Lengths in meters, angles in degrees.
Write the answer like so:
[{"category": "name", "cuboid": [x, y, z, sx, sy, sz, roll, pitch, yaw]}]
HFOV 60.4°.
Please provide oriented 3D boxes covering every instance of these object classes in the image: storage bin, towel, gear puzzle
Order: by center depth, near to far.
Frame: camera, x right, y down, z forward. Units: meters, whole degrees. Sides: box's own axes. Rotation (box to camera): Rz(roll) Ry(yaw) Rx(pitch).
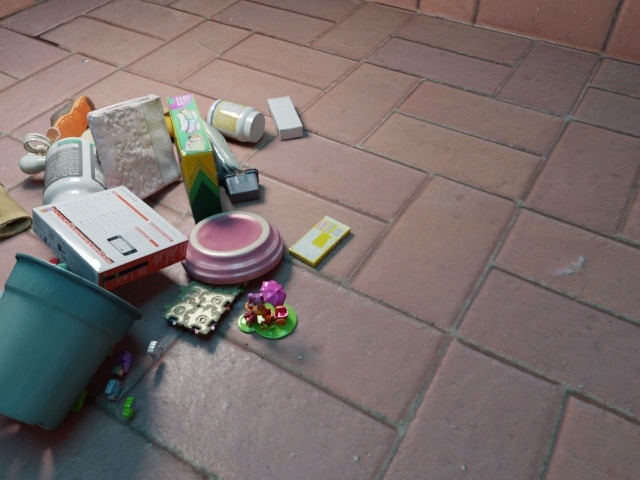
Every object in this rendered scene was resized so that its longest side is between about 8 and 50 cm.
[{"category": "gear puzzle", "cuboid": [-0.321, 0.151, 1.673, 0.175, 0.044, 0.339, 17, 45, 19]}, {"category": "towel", "cuboid": [-0.627, -0.309, 1.890, 0.053, 0.332, 0.317, 5, 28, 28]}, {"category": "storage bin", "cuboid": [-0.280, -0.196, 1.983, 0.135, 0.098, 0.091, -12, 57, -11]}]

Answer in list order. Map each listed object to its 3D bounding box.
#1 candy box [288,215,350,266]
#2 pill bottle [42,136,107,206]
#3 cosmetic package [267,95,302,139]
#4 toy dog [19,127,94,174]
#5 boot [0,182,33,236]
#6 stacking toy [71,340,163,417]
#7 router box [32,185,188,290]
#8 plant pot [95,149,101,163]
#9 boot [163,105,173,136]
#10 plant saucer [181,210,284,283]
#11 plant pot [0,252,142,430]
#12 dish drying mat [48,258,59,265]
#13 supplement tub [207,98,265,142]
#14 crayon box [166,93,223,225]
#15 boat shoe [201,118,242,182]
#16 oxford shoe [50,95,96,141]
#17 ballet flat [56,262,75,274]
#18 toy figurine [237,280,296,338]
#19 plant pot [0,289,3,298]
[{"category": "candy box", "cuboid": [0.000, 0.000, 1.824, 0.105, 0.027, 0.206, 27, 51, 28]}, {"category": "pill bottle", "cuboid": [-0.835, -0.175, 1.883, 0.204, 0.204, 0.361, -13, 46, -12]}, {"category": "cosmetic package", "cuboid": [-0.150, -0.516, 2.316, 0.098, 0.060, 0.239, -12, 46, -9]}, {"category": "toy dog", "cuboid": [-0.943, -0.350, 2.068, 0.333, 0.220, 0.161, 0, 51, -28]}, {"category": "boot", "cuboid": [-1.160, -0.096, 1.891, 0.236, 0.089, 0.269, -32, 54, -27]}, {"category": "stacking toy", "cuboid": [-0.532, 0.359, 1.456, 0.166, 0.052, 0.221, 2, 51, 15]}, {"category": "router box", "cuboid": [-0.613, -0.015, 1.616, 0.335, 0.082, 0.301, 36, 37, 25]}, {"category": "plant pot", "cuboid": [-0.698, -0.339, 1.988, 0.215, 0.216, 0.230, 8, 25, 8]}, {"category": "boot", "cuboid": [-0.638, -0.431, 2.223, 0.211, 0.104, 0.295, -38, 53, -23]}, {"category": "plant saucer", "cuboid": [-0.282, 0.005, 1.746, 0.331, 0.084, 0.332, -2, 36, 1]}, {"category": "plant pot", "cuboid": [-0.676, 0.257, 1.349, 0.341, 0.341, 0.334, 17, 67, 17]}, {"category": "dish drying mat", "cuboid": [-0.866, 0.090, 1.757, 0.032, 0.008, 0.083, 4, 46, 6]}, {"category": "supplement tub", "cuboid": [-0.339, -0.480, 2.223, 0.199, 0.144, 0.144, 19, 48, 18]}, {"category": "crayon box", "cuboid": [-0.435, -0.276, 1.902, 0.106, 0.313, 0.363, -14, 46, -13]}, {"category": "boat shoe", "cuboid": [-0.412, -0.348, 2.101, 0.099, 0.116, 0.319, -43, 60, 13]}, {"category": "oxford shoe", "cuboid": [-1.041, -0.458, 2.245, 0.132, 0.130, 0.364, -12, 37, 14]}, {"category": "ballet flat", "cuboid": [-0.709, 0.136, 1.662, 0.247, 0.083, 0.087, 35, 41, 28]}, {"category": "toy figurine", "cuboid": [-0.157, 0.181, 1.553, 0.173, 0.159, 0.130, -3, 45, -2]}, {"category": "plant pot", "cuboid": [-0.941, 0.250, 1.444, 0.252, 0.247, 0.248, -22, 48, -38]}]
